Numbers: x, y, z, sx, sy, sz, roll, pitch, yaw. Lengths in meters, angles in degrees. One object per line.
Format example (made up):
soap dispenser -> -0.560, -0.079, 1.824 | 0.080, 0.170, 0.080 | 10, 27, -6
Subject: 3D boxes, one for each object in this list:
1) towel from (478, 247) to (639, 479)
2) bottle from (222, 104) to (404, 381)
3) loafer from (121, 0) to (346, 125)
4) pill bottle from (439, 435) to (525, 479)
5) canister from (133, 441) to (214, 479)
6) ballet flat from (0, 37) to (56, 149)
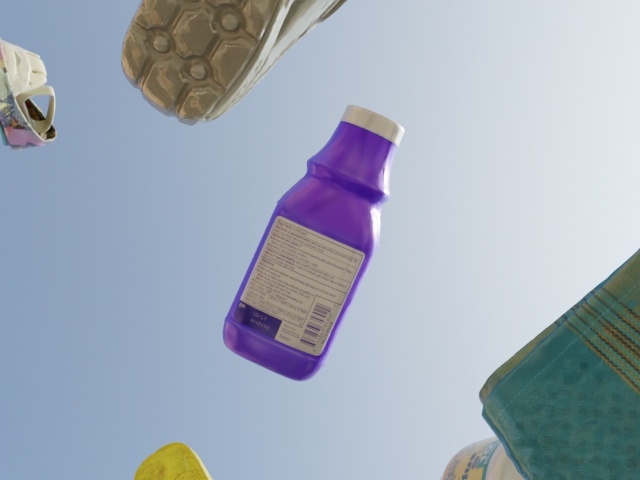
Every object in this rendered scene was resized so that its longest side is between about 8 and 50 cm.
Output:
towel -> 0.281, 0.136, 0.376 | 0.271, 0.370, 0.040 | -44, -48, 9
bottle -> 0.000, 0.000, 0.723 | 0.118, 0.092, 0.282 | 24, -88, 2
loafer -> -0.003, -0.202, 0.400 | 0.112, 0.111, 0.319 | 43, -63, -11
pill bottle -> 0.185, 0.250, 0.676 | 0.118, 0.208, 0.117 | 3, -112, -8
canister -> -0.122, 0.316, 0.756 | 0.073, 0.126, 0.169 | -35, -49, -12
ballet flat -> -0.342, -0.169, 0.775 | 0.079, 0.221, 0.076 | -11, -107, -12
